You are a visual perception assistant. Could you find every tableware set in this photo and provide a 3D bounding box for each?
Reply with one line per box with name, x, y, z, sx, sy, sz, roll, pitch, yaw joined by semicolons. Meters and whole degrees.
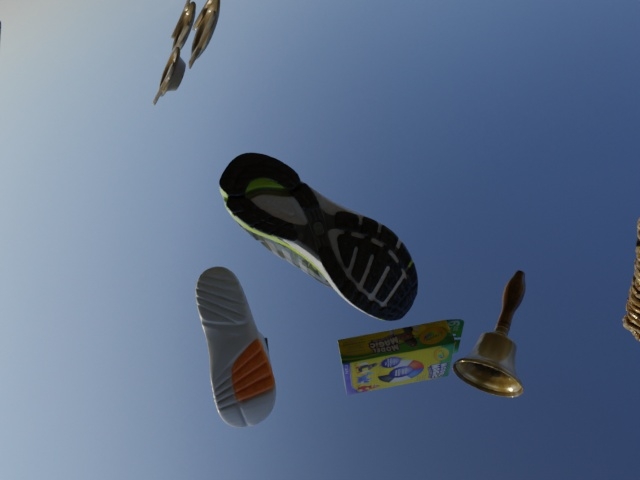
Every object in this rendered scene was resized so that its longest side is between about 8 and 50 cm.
tableware set;-0.139;-0.227;0.532;0.141;0.020;0.168;-39;-137;42

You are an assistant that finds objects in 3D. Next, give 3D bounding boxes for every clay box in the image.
clay box;0.146;0.206;0.888;0.222;0.127;0.053;-10;-131;0

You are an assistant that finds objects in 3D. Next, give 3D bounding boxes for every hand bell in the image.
hand bell;0.349;0.156;0.953;0.126;0.126;0.242;8;-124;35

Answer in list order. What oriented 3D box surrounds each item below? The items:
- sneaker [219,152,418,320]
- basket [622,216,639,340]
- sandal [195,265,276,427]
sneaker;0.000;0.000;0.669;0.111;0.300;0.121;-53;-173;-13
basket;0.537;0.073;0.561;0.213;0.223;0.299;-30;-140;-8
sandal;-0.131;0.167;0.821;0.102;0.265;0.076;-11;-176;4
